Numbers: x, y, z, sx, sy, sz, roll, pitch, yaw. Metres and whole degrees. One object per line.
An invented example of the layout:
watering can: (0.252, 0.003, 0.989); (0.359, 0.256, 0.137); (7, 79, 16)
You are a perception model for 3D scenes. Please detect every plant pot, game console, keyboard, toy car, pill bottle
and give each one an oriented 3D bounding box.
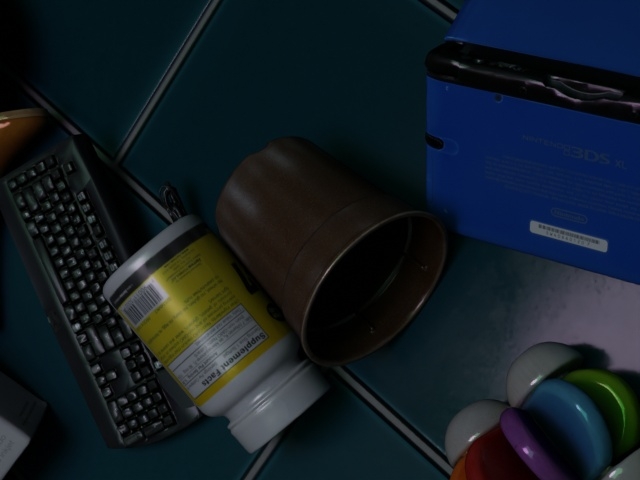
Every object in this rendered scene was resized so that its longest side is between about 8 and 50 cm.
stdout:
plant pot: (0.000, 0.000, 1.276); (0.165, 0.167, 0.167); (42, 105, 34)
game console: (0.255, -0.119, 1.211); (0.293, 0.173, 0.250); (17, 125, 30)
keyboard: (-0.193, 0.040, 1.413); (0.201, 0.033, 0.317); (-28, 83, 13)
toy car: (0.181, 0.180, 1.160); (0.182, 0.136, 0.159); (-46, 66, 18)
pill bottle: (-0.095, 0.089, 1.310); (0.119, 0.119, 0.208); (-41, 88, 20)

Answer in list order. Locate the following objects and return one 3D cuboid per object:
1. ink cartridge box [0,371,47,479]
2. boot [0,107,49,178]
ink cartridge box: (-0.474, 0.183, 1.436); (0.307, 0.129, 0.223); (37, 96, -8)
boot: (-0.381, -0.005, 1.529); (0.295, 0.104, 0.211); (-23, 81, 28)
